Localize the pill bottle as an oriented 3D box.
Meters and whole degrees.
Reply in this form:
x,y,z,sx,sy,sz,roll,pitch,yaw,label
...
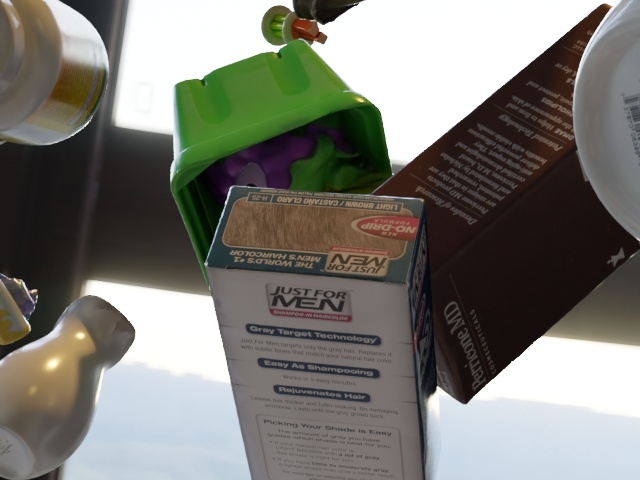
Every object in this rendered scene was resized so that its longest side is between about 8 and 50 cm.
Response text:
x,y,z,sx,sy,sz,roll,pitch,yaw,label
-0.236,-0.134,1.111,0.118,0.117,0.208,6,1,7,pill bottle

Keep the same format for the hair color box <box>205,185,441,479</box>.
x,y,z,sx,sy,sz,roll,pitch,yaw,label
0.013,0.112,1.362,0.174,0.105,0.347,4,-43,11,hair color box

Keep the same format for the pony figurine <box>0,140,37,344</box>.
x,y,z,sx,sy,sz,roll,pitch,yaw,label
-0.504,-0.021,1.867,0.351,0.363,0.303,-26,19,-4,pony figurine

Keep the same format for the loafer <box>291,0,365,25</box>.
x,y,z,sx,sy,sz,roll,pitch,yaw,label
0.081,-0.308,1.618,0.251,0.087,0.094,-36,-26,1,loafer

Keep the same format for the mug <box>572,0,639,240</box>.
x,y,z,sx,sy,sz,roll,pitch,yaw,label
0.361,-0.064,1.103,0.328,0.374,0.276,-17,17,-34,mug

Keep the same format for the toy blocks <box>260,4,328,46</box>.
x,y,z,sx,sy,sz,roll,pitch,yaw,label
-0.022,-0.288,1.842,0.054,0.123,0.148,-25,24,-26,toy blocks

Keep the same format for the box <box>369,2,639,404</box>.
x,y,z,sx,sy,sz,roll,pitch,yaw,label
0.213,-0.041,1.500,0.143,0.381,0.191,37,-20,43,box

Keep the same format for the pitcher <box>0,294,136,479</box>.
x,y,z,sx,sy,sz,roll,pitch,yaw,label
-0.309,0.176,1.667,0.125,0.207,0.178,39,-50,-6,pitcher

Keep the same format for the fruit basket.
x,y,z,sx,sy,sz,roll,pitch,yaw,label
0.000,0.000,1.748,0.283,0.392,0.392,-20,-9,-4,fruit basket
